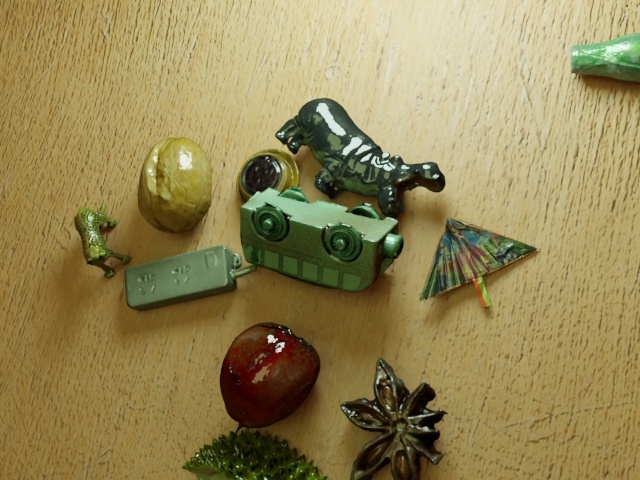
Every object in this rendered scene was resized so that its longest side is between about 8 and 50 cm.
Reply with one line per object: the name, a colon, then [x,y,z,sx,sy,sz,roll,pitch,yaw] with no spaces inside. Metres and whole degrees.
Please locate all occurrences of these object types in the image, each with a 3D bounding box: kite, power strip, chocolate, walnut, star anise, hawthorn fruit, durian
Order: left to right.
walnut: [-0.300,-0.116,1.767,0.159,0.159,0.206,-4,74,18]
power strip: [-0.265,0.074,1.753,0.288,0.053,0.093,-14,70,16]
hawthorn fruit: [-0.103,0.270,1.572,0.181,0.181,0.235,22,83,23]
durian: [-0.089,0.478,1.565,0.355,0.158,0.169,42,126,25]
star anise: [0.129,0.344,1.520,0.214,0.099,0.220,26,89,37]
kite: [0.285,0.035,1.574,0.241,0.014,0.183,-19,79,2]
chocolate: [0.606,-0.335,1.552,0.291,0.110,0.110,2,75,23]

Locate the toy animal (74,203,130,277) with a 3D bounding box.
toy animal: [-0.478,-0.015,1.805,0.073,0.136,0.181,-24,68,11]

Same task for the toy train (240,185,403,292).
toy train: [0.000,0.000,1.620,0.327,0.129,0.159,15,121,22]

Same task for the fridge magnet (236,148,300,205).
fridge magnet: [-0.111,-0.123,1.751,0.143,0.063,0.143,-6,74,21]

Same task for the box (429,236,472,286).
box: [0.246,0.040,1.602,0.053,0.024,0.083,22,84,22]

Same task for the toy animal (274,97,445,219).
toy animal: [0.072,-0.147,1.674,0.343,0.106,0.168,36,91,22]
